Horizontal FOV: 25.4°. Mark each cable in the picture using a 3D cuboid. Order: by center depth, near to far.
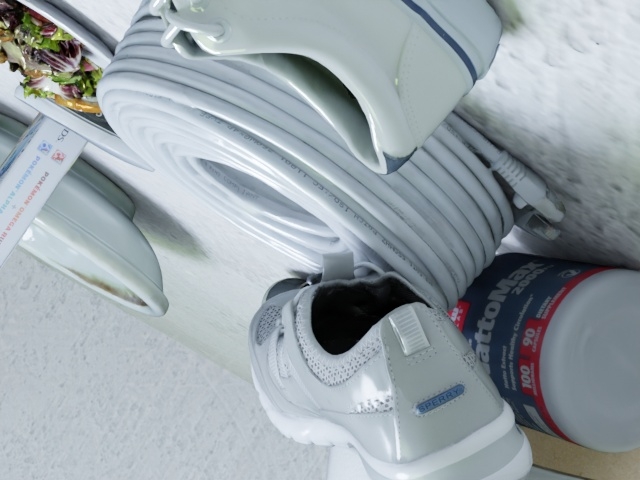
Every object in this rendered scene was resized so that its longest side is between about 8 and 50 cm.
[{"bbox_3d":[-0.011,-0.048,0.840,0.257,0.089,0.257,35,169,-19],"label":"cable"}]

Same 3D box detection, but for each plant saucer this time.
[{"bbox_3d":[-0.331,-0.053,1.665,0.400,0.100,0.400,30,168,7],"label":"plant saucer"}]

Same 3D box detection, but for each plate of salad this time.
[{"bbox_3d":[-0.217,-0.142,1.092,0.200,0.048,0.200,31,169,6],"label":"plate of salad"}]

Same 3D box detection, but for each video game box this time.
[{"bbox_3d":[-0.282,-0.048,1.325,0.048,0.187,0.205,38,168,-14],"label":"video game box"}]

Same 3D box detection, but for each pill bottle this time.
[{"bbox_3d":[0.135,0.063,0.888,0.108,0.108,0.180,36,168,-25],"label":"pill bottle"}]

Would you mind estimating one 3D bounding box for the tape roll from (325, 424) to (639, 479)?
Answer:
[{"bbox_3d":[0.194,0.167,0.858,0.392,0.072,0.392,7,-179,0],"label":"tape roll"}]

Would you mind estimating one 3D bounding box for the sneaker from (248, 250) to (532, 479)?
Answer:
[{"bbox_3d":[0.026,0.052,0.777,0.281,0.105,0.115,19,131,67],"label":"sneaker"}]

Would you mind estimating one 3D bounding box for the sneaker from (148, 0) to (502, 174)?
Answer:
[{"bbox_3d":[-0.039,-0.122,0.577,0.258,0.091,0.094,35,169,-17],"label":"sneaker"}]

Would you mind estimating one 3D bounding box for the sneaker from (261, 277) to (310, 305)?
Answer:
[{"bbox_3d":[0.042,0.119,1.462,0.222,0.083,0.118,35,168,-12],"label":"sneaker"}]

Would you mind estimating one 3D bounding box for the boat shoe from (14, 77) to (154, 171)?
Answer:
[{"bbox_3d":[-0.194,-0.106,1.205,0.142,0.040,0.049,30,175,10],"label":"boat shoe"}]
